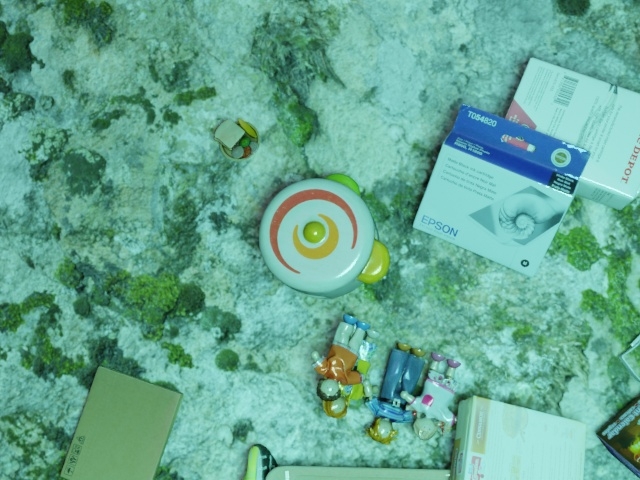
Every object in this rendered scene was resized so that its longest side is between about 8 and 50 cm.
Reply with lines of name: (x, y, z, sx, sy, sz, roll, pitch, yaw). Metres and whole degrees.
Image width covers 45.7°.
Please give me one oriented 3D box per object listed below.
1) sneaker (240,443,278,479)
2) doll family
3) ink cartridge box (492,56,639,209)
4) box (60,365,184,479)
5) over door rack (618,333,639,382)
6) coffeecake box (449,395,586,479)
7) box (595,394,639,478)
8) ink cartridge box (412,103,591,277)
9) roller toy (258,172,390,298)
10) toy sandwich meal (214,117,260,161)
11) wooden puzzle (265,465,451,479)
sneaker: (-0.122, 0.438, 1.238, 0.094, 0.081, 0.208, -2, 75, 19)
doll family: (0.096, 0.240, 1.238, 0.263, 0.118, 0.163, 23, 77, -6)
ink cartridge box: (0.425, -0.174, 1.255, 0.237, 0.100, 0.172, 23, 84, 13)
box: (-0.345, 0.338, 1.319, 0.164, 0.021, 0.201, 16, 82, 11)
over door rack: (0.554, 0.051, 1.121, 0.108, 0.239, 0.324, 33, 85, 11)
coffeecake box: (0.299, 0.330, 1.153, 0.186, 0.068, 0.142, 15, 66, -5)
box: (0.577, 0.251, 1.103, 0.293, 0.201, 0.057, -41, 111, -1)
ink cartridge box: (0.287, -0.078, 1.228, 0.223, 0.045, 0.224, 23, 119, 13)
roller toy: (0.000, 0.000, 1.265, 0.191, 0.146, 0.209, -25, 77, 4)
toy sandwich meal: (-0.151, -0.185, 1.384, 0.086, 0.029, 0.085, -2, 79, 9)
wooden puzzle: (0.087, 0.519, 1.189, 0.348, 0.080, 0.322, 0, 82, 4)
